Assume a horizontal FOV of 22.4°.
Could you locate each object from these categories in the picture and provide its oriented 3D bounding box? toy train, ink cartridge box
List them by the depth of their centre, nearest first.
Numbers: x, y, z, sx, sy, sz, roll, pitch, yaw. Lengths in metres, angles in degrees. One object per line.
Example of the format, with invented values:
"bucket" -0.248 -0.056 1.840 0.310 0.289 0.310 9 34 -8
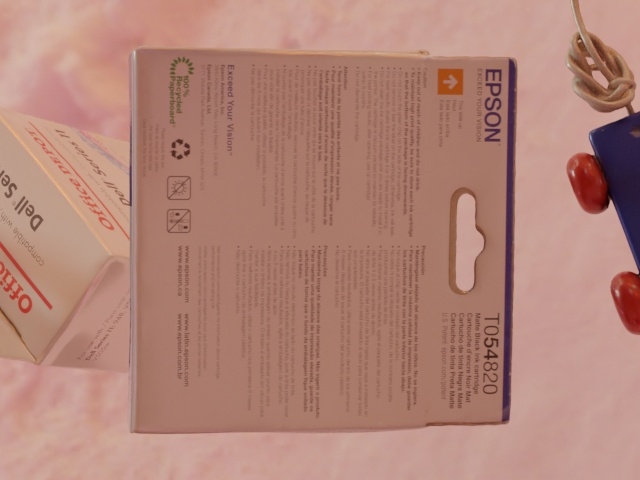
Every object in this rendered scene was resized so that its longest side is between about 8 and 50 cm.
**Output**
"ink cartridge box" 0.000 0.000 0.939 0.224 0.045 0.223 1 93 -10
"toy train" 0.227 -0.041 1.095 0.105 0.143 0.248 -21 68 11
"ink cartridge box" -0.192 0.004 1.369 0.207 0.353 0.119 47 108 29
